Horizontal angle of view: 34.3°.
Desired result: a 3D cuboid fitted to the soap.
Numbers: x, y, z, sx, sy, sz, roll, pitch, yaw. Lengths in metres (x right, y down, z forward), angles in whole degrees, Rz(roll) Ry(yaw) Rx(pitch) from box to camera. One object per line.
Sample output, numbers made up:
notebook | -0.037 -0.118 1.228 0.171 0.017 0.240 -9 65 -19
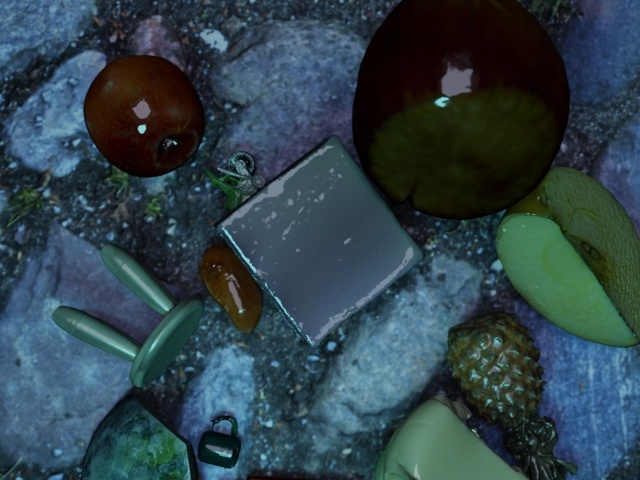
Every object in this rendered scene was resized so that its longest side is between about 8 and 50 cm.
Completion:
soap | 0.000 0.000 1.917 0.285 0.107 0.296 -36 99 -5

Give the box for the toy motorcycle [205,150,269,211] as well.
toy motorcycle | -0.139 -0.076 1.985 0.106 0.074 0.190 -30 83 4

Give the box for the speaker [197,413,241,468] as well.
speaker | -0.184 0.374 1.926 0.075 0.060 0.094 15 46 2

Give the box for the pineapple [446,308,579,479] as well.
pineapple | 0.348 0.309 1.890 0.175 0.175 0.361 -18 96 -3

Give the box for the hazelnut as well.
hazelnut | 0.253 -0.241 1.815 0.402 0.429 0.402 -4 47 5

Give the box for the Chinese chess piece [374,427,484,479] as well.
Chinese chess piece | 0.208 0.432 1.869 0.238 0.092 0.237 4 72 -12

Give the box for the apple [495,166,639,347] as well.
apple | 0.476 0.032 1.913 0.254 0.179 0.346 -38 100 8

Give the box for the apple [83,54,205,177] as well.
apple | -0.327 -0.231 1.931 0.218 0.218 0.201 -32 58 -5

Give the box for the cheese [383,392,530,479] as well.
cheese | 0.238 0.400 1.772 0.266 0.127 0.233 47 65 2

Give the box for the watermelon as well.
watermelon | -0.317 0.415 1.892 0.320 0.214 0.289 -47 44 30

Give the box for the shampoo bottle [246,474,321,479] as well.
shampoo bottle | -0.066 0.485 1.898 0.260 0.064 0.102 5 82 0

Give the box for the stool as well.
stool | -0.343 0.134 1.885 0.199 0.195 0.195 37 83 6

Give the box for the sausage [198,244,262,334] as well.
sausage | -0.165 0.090 1.947 0.089 0.089 0.179 -31 82 -5
